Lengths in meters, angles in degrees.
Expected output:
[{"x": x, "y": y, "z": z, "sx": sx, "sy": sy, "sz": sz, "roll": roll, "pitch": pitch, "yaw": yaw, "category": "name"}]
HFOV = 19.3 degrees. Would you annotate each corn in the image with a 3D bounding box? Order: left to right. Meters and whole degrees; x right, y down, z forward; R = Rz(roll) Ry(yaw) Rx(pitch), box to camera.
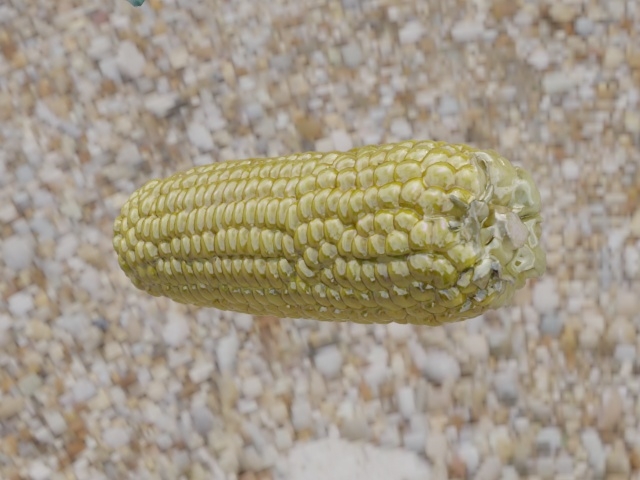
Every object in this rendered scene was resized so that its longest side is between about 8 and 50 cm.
[{"x": -0.003, "y": -0.002, "z": 0.958, "sx": 0.260, "sy": 0.091, "sz": 0.091, "roll": -3, "pitch": 55, "yaw": 44, "category": "corn"}]

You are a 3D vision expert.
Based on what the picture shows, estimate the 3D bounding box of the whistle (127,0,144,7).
[{"x": -0.144, "y": -0.118, "z": 0.624, "sx": 0.186, "sy": 0.039, "sz": 0.039, "roll": 14, "pitch": 59, "yaw": -17, "category": "whistle"}]
